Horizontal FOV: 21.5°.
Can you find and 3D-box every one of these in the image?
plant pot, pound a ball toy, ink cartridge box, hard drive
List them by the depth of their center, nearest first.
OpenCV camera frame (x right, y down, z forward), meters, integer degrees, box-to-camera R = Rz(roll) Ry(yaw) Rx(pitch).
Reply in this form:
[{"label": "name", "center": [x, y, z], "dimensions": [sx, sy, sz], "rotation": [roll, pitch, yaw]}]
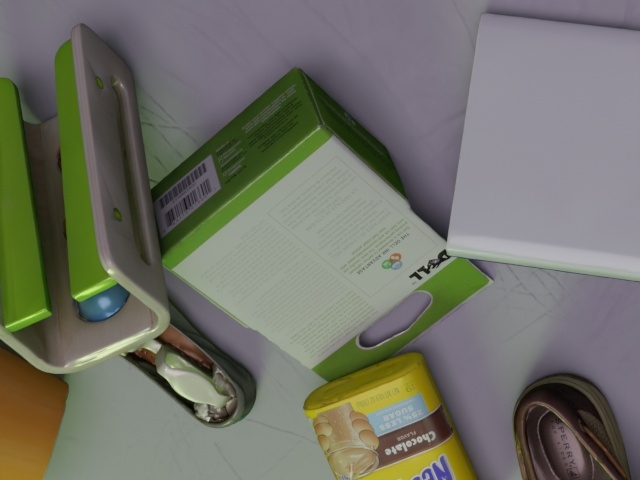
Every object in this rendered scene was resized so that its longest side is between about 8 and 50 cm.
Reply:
[{"label": "hard drive", "center": [0.279, -0.070, 1.416], "dimensions": [0.319, 0.040, 0.210], "rotation": [8, 80, 8]}, {"label": "pound a ball toy", "center": [-0.248, -0.035, 1.461], "dimensions": [0.208, 0.319, 0.136], "rotation": [-25, 142, 15]}, {"label": "ink cartridge box", "center": [0.000, 0.000, 1.499], "dimensions": [0.189, 0.097, 0.255], "rotation": [-39, 128, 15]}, {"label": "plant pot", "center": [-0.339, 0.165, 1.548], "dimensions": [0.188, 0.205, 0.205], "rotation": [17, 106, -11]}]

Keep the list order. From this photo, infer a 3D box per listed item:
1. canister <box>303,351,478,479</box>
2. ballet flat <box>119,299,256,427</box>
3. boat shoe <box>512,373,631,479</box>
[{"label": "canister", "center": [0.070, 0.199, 1.527], "dimensions": [0.126, 0.073, 0.170], "rotation": [-22, 101, 10]}, {"label": "ballet flat", "center": [-0.151, 0.095, 1.552], "dimensions": [0.213, 0.068, 0.072], "rotation": [37, 106, 1]}, {"label": "boat shoe", "center": [0.252, 0.283, 1.464], "dimensions": [0.123, 0.123, 0.342], "rotation": [-21, 86, 14]}]
